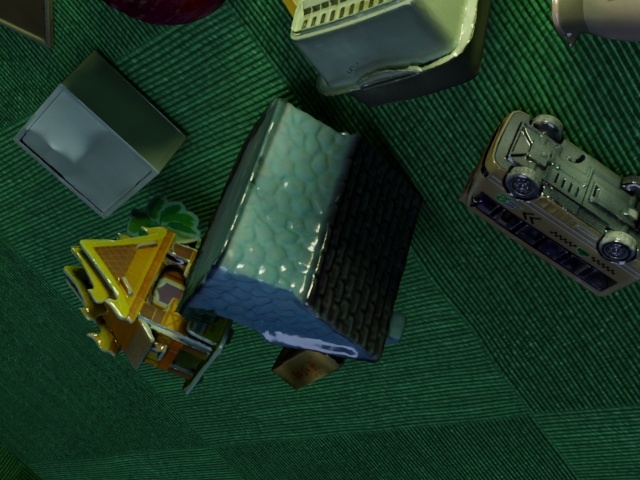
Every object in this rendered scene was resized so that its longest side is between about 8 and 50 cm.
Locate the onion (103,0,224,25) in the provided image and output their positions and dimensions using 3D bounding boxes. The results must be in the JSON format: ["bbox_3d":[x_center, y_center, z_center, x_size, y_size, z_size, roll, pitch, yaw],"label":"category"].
[{"bbox_3d":[-0.236,-0.412,1.270,0.256,0.230,0.272,28,133,2],"label":"onion"}]

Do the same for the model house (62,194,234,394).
[{"bbox_3d":[-0.281,0.039,1.663,0.313,0.357,0.242,28,143,-11],"label":"model house"}]

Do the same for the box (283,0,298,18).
[{"bbox_3d":[-0.027,-0.350,1.319,0.020,0.073,0.149,-12,123,38],"label":"box"}]

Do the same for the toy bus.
[{"bbox_3d":[0.351,-0.051,1.347,0.290,0.139,0.157,32,145,-7],"label":"toy bus"}]

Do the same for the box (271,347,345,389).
[{"bbox_3d":[0.019,0.145,1.672,0.071,0.240,0.159,39,139,-11],"label":"box"}]

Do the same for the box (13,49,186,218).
[{"bbox_3d":[-0.400,-0.189,1.686,0.225,0.117,0.225,44,138,-15],"label":"box"}]

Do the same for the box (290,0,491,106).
[{"bbox_3d":[0.098,-0.312,1.117,0.221,0.290,0.166,-9,147,38],"label":"box"}]

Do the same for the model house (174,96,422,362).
[{"bbox_3d":[0.000,0.000,1.486,0.339,0.360,0.297,23,151,-10],"label":"model house"}]

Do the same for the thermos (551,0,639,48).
[{"bbox_3d":[0.373,-0.305,1.109,0.193,0.105,0.137,2,107,39],"label":"thermos"}]

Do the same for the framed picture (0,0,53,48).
[{"bbox_3d":[-0.536,-0.461,1.568,0.184,0.016,0.250,25,140,7],"label":"framed picture"}]
